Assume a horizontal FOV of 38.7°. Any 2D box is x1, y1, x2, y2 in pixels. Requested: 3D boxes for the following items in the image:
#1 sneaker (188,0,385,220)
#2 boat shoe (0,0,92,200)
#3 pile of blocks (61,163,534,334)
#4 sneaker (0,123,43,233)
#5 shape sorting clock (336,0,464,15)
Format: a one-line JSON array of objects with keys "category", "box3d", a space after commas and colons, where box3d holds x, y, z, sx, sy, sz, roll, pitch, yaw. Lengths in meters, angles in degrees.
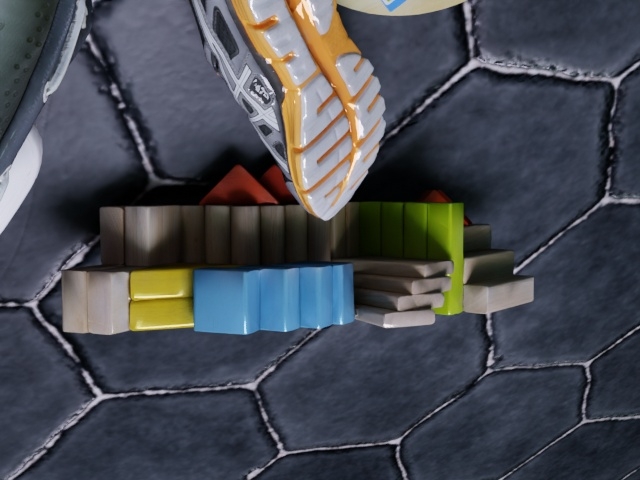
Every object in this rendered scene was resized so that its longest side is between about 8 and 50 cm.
[{"category": "sneaker", "box3d": [-0.023, -0.103, 0.565, 0.084, 0.083, 0.215, -47, 137, -30]}, {"category": "boat shoe", "box3d": [-0.217, -0.032, 0.444, 0.114, 0.091, 0.302, 29, 81, -18]}, {"category": "pile of blocks", "box3d": [0.000, 0.000, 0.661, 0.362, 0.149, 0.112, -3, 94, -28]}, {"category": "sneaker", "box3d": [-0.309, -0.016, 0.503, 0.305, 0.114, 0.152, -21, 141, -4]}, {"category": "shape sorting clock", "box3d": [0.059, -0.225, 0.519, 0.206, 0.040, 0.206, -11, 136, -10]}]
